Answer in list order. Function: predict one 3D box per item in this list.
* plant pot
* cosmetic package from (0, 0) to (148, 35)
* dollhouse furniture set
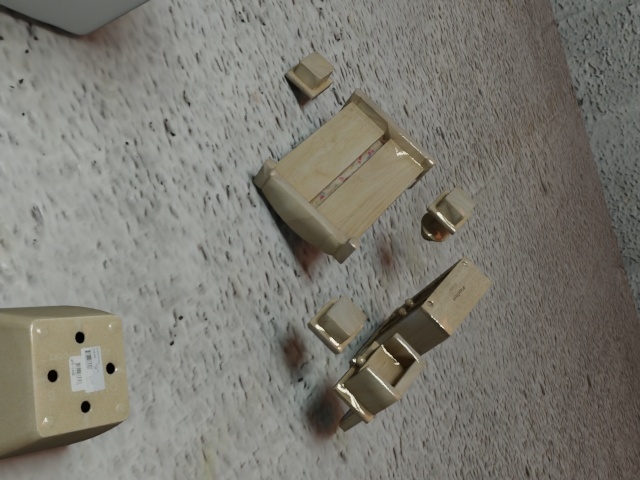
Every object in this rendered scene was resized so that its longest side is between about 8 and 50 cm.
[{"bbox_3d":[-0.194,0.095,0.505,0.109,0.096,0.109,4,76,-55],"label":"plant pot"},{"bbox_3d":[-0.185,-0.415,0.477,0.327,0.329,0.394,13,68,-54],"label":"cosmetic package"},{"bbox_3d":[0.000,0.000,0.877,0.355,0.174,0.303,44,51,3],"label":"dollhouse furniture set"}]
